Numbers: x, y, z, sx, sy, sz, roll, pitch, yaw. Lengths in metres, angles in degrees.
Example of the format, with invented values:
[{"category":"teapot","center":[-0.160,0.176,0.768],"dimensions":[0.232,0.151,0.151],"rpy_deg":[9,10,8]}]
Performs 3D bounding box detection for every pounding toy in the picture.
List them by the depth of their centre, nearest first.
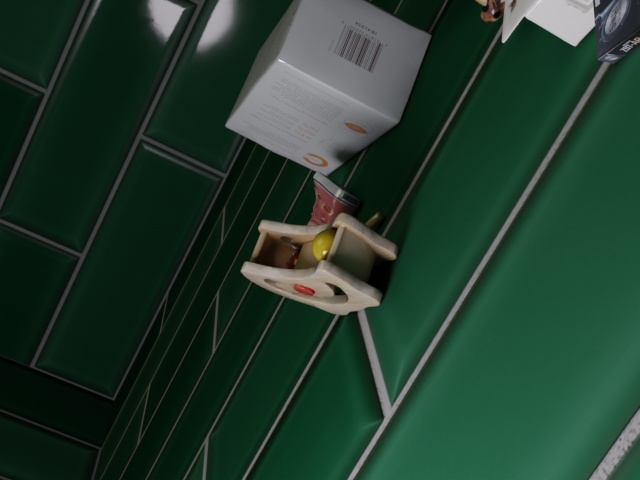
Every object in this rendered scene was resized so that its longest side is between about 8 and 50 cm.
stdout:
[{"category":"pounding toy","center":[0.000,0.000,1.207],"dimensions":[0.155,0.154,0.269],"rpy_deg":[-69,14,-16]}]

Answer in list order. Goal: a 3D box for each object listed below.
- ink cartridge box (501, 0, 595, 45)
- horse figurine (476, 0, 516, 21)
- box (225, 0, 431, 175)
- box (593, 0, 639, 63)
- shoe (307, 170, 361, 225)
[{"category":"ink cartridge box","center":[0.258,-0.274,0.887],"dimensions":[0.198,0.067,0.115],"rpy_deg":[-48,21,48]},{"category":"horse figurine","center":[0.232,-0.343,1.125],"dimensions":[0.174,0.066,0.263],"rpy_deg":[-56,17,11]},{"category":"box","center":[0.002,-0.263,1.549],"dimensions":[0.168,0.215,0.345],"rpy_deg":[-69,14,-17]},{"category":"box","center":[0.264,-0.205,0.795],"dimensions":[0.067,0.018,0.083],"rpy_deg":[142,134,-62]},{"category":"shoe","center":[0.009,-0.055,1.470],"dimensions":[0.081,0.063,0.178],"rpy_deg":[-59,18,6]}]
